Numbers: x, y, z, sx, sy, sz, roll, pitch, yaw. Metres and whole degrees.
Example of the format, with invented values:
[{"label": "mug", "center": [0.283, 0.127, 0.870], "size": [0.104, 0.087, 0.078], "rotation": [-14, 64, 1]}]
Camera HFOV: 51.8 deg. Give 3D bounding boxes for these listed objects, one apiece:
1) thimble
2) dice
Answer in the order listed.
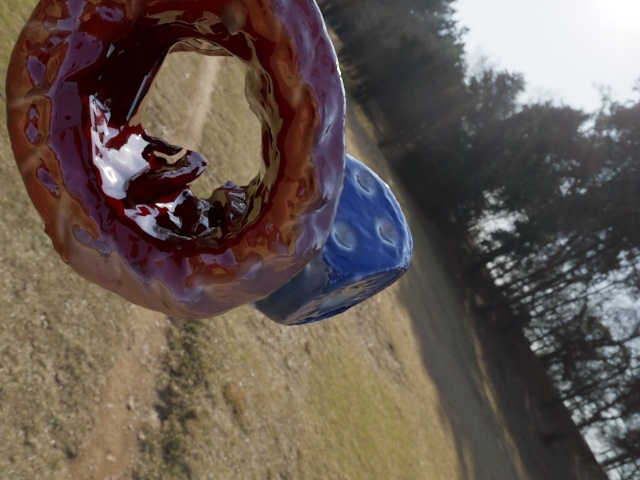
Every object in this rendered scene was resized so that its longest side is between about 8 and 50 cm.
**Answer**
[{"label": "thimble", "center": [-0.072, -0.060, 0.364], "size": [0.125, 0.163, 0.189], "rotation": [-117, -156, -76]}, {"label": "dice", "center": [0.000, 0.000, 0.694], "size": [0.147, 0.143, 0.146], "rotation": [-4, 63, -41]}]
